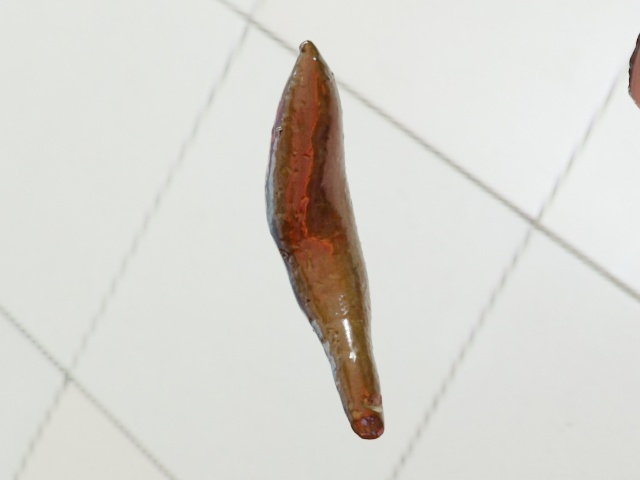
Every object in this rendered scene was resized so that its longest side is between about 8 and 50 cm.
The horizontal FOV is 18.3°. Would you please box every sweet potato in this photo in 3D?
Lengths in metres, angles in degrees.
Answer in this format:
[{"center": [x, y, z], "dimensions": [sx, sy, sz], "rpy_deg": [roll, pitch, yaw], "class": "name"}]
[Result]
[{"center": [0.000, 0.004, 1.736], "dimensions": [0.108, 0.079, 0.346], "rpy_deg": [163, 96, -82], "class": "sweet potato"}]

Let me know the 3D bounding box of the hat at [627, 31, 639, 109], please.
[{"center": [0.333, -0.101, 1.264], "dimensions": [0.275, 0.232, 0.161], "rpy_deg": [1, 72, 22], "class": "hat"}]
